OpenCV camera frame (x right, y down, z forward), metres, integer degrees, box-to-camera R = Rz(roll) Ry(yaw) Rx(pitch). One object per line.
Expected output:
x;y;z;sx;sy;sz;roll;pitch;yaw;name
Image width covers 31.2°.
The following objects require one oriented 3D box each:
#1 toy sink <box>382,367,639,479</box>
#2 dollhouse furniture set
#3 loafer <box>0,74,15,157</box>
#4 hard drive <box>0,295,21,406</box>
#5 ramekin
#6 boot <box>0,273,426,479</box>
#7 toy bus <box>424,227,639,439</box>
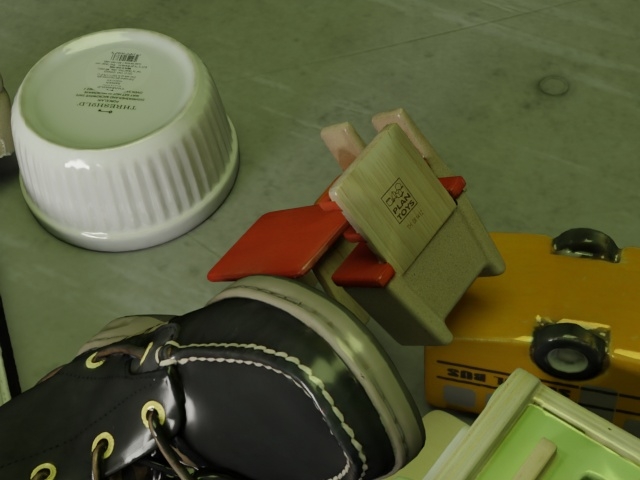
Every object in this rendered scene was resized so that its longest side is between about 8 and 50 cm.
0.130;0.190;0.745;0.234;0.131;0.153;30;58;25;toy sink
0.000;0.000;0.847;0.262;0.135;0.259;-49;22;-26;dollhouse furniture set
-0.396;-0.061;1.052;0.269;0.092;0.102;-29;24;0;loafer
-0.363;0.122;0.911;0.237;0.064;0.339;-18;51;-8;hard drive
-0.183;-0.101;1.051;0.207;0.109;0.207;-3;49;4;ramekin
-0.139;0.149;0.649;0.284;0.138;0.377;-36;16;-31;boot
0.247;0.081;0.833;0.333;0.130;0.108;9;50;14;toy bus
